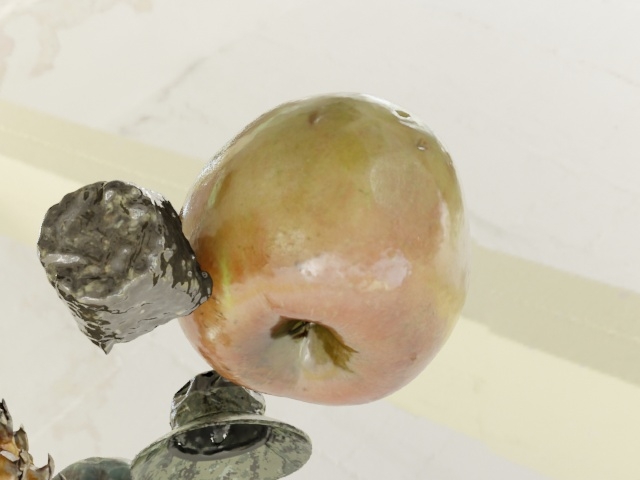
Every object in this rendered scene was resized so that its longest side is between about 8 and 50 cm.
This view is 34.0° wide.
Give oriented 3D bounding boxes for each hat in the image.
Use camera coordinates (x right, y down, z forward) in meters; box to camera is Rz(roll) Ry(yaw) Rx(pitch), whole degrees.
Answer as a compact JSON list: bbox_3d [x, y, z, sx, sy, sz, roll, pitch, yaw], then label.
[{"bbox_3d":[-0.137,0.250,1.422,0.265,0.265,0.128,-10,-125,2],"label":"hat"}]

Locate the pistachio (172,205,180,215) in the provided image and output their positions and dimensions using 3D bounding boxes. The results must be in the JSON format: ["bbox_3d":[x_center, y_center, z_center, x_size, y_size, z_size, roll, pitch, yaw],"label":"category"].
[{"bbox_3d":[-0.230,-0.008,1.294,0.124,0.124,0.185,-4,179,12],"label":"pistachio"}]

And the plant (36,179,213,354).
[{"bbox_3d":[-0.178,0.023,0.962,0.132,0.194,0.129,-24,-103,-5],"label":"plant"}]

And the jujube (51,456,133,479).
[{"bbox_3d":[-0.303,0.482,1.626,0.246,0.308,0.215,-31,-154,-8],"label":"jujube"}]

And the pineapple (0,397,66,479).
[{"bbox_3d":[-0.410,0.341,1.065,0.352,0.300,0.352,-22,-161,8],"label":"pineapple"}]

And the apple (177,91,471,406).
[{"bbox_3d":[0.000,0.000,1.150,0.338,0.338,0.305,-4,-129,11],"label":"apple"}]
